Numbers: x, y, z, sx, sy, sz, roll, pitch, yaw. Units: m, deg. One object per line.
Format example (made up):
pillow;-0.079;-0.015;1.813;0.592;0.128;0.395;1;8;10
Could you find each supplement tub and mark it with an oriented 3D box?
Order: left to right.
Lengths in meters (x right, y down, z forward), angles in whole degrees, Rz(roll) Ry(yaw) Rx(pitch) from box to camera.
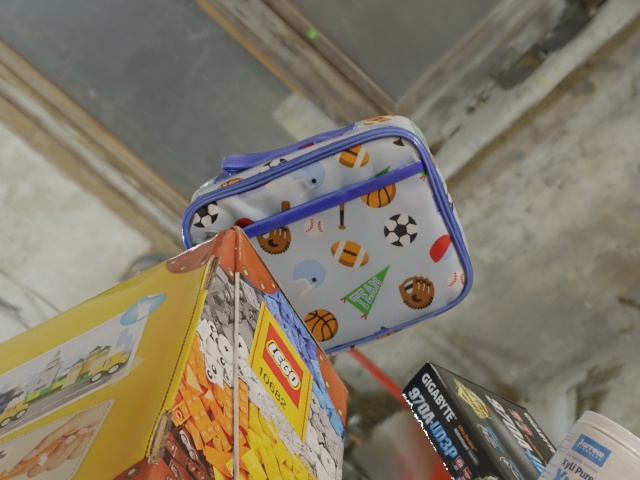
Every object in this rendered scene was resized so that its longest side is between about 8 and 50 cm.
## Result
supplement tub;0.206;0.195;0.851;0.107;0.071;0.071;-55;16;-8

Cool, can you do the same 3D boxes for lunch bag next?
lunch bag;0.000;0.000;1.211;0.303;0.243;0.115;-20;18;8

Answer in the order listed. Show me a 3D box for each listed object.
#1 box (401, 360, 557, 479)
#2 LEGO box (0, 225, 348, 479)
box;0.196;0.234;1.128;0.051;0.175;0.220;-51;36;15
LEGO box;-0.247;0.241;0.814;0.500;0.193;0.372;-26;21;16
